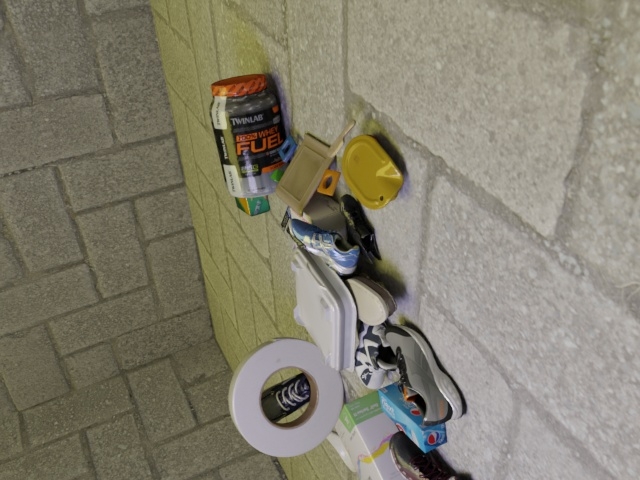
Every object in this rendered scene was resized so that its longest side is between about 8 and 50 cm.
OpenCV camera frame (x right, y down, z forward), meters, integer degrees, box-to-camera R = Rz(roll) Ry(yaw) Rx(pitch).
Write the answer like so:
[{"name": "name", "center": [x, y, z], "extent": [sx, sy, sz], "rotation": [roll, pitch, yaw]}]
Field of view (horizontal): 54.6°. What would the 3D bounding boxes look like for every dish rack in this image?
[{"name": "dish rack", "center": [-0.002, 0.187, 1.674], "extent": [0.285, 0.072, 0.333], "rotation": [54, 155, 40]}]

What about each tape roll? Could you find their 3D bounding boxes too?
[{"name": "tape roll", "center": [-0.112, 0.517, 2.069], "extent": [0.072, 0.392, 0.392], "rotation": [-10, 98, 70]}]

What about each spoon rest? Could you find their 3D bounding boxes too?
[{"name": "spoon rest", "center": [0.061, 0.701, 2.219], "extent": [0.276, 0.084, 0.137], "rotation": [57, 156, 36]}]

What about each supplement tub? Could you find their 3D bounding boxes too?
[{"name": "supplement tub", "center": [-0.214, -0.315, 1.866], "extent": [0.207, 0.207, 0.338], "rotation": [35, 140, 59]}]

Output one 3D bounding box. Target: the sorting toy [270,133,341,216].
[{"name": "sorting toy", "center": [-0.035, -0.175, 1.678], "extent": [0.196, 0.047, 0.348], "rotation": [-62, 34, 10]}]

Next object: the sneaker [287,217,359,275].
[{"name": "sneaker", "center": [0.011, -0.001, 1.561], "extent": [0.211, 0.080, 0.081], "rotation": [33, 127, 12]}]

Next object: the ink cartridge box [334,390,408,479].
[{"name": "ink cartridge box", "center": [0.181, 0.649, 1.806], "extent": [0.353, 0.119, 0.207], "rotation": [60, 157, 29]}]

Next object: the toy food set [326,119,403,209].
[{"name": "toy food set", "center": [0.116, -0.163, 1.362], "extent": [0.218, 0.071, 0.128], "rotation": [57, 132, 30]}]

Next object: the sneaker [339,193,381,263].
[{"name": "sneaker", "center": [0.099, -0.029, 1.533], "extent": [0.089, 0.051, 0.170], "rotation": [31, 140, 60]}]

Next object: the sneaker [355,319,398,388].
[{"name": "sneaker", "center": [0.157, 0.325, 1.620], "extent": [0.153, 0.094, 0.235], "rotation": [-126, 35, -59]}]

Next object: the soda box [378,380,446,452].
[{"name": "soda box", "center": [0.230, 0.443, 1.575], "extent": [0.210, 0.067, 0.071], "rotation": [34, 138, 60]}]

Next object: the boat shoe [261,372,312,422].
[{"name": "boat shoe", "center": [-0.111, 0.543, 2.184], "extent": [0.127, 0.340, 0.158], "rotation": [56, 147, 9]}]

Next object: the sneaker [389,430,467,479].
[{"name": "sneaker", "center": [0.290, 0.568, 1.507], "extent": [0.281, 0.106, 0.162], "rotation": [51, 149, 21]}]

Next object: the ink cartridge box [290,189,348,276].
[{"name": "ink cartridge box", "center": [0.000, 0.000, 1.737], "extent": [0.172, 0.100, 0.237], "rotation": [41, 144, 53]}]

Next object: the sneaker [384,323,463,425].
[{"name": "sneaker", "center": [0.217, 0.304, 1.432], "extent": [0.100, 0.108, 0.271], "rotation": [91, 153, -47]}]

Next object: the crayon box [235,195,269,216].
[{"name": "crayon box", "center": [-0.275, -0.243, 2.269], "extent": [0.165, 0.081, 0.278], "rotation": [31, 136, 61]}]

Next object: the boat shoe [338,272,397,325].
[{"name": "boat shoe", "center": [0.113, 0.137, 1.569], "extent": [0.324, 0.097, 0.116], "rotation": [1, 108, 69]}]

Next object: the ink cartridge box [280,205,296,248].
[{"name": "ink cartridge box", "center": [-0.072, -0.058, 1.956], "extent": [0.097, 0.046, 0.207], "rotation": [64, 159, 16]}]
